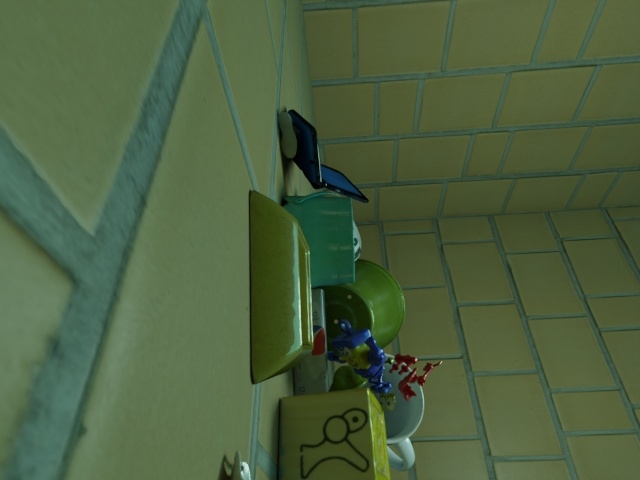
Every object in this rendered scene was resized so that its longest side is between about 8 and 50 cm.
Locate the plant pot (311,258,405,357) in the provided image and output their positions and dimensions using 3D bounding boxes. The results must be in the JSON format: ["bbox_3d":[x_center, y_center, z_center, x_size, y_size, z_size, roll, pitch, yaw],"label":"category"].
[{"bbox_3d":[0.088,0.247,1.517,0.353,0.367,0.365,4,82,-75],"label":"plant pot"}]

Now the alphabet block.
[{"bbox_3d":[0.034,0.442,0.962,0.193,0.197,0.192,62,22,-54],"label":"alphabet block"}]

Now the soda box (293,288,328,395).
[{"bbox_3d":[-0.029,0.280,1.249,0.098,0.091,0.285,66,21,-79],"label":"soda box"}]

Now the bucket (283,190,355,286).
[{"bbox_3d":[0.000,0.000,1.242,0.281,0.183,0.280,-2,90,-88],"label":"bucket"}]

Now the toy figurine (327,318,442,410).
[{"bbox_3d":[0.116,0.294,1.206,0.217,0.191,0.363,58,-27,-3],"label":"toy figurine"}]

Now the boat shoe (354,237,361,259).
[{"bbox_3d":[0.046,0.082,1.388,0.078,0.219,0.070,32,-26,45],"label":"boat shoe"}]

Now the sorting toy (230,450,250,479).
[{"bbox_3d":[-0.095,0.300,0.539,0.083,0.045,0.075,83,-2,-46],"label":"sorting toy"}]

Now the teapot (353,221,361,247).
[{"bbox_3d":[0.008,-0.010,1.546,0.256,0.187,0.252,12,53,-60],"label":"teapot"}]

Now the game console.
[{"bbox_3d":[0.020,-0.263,1.369,0.293,0.174,0.250,-122,-157,-58],"label":"game console"}]

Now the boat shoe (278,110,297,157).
[{"bbox_3d":[-0.090,-0.291,1.227,0.038,0.046,0.125,-72,151,-68],"label":"boat shoe"}]

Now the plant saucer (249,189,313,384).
[{"bbox_3d":[-0.066,0.102,0.894,0.333,0.081,0.332,73,13,-76],"label":"plant saucer"}]

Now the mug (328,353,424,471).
[{"bbox_3d":[0.181,0.598,1.506,0.374,0.276,0.328,55,-29,16],"label":"mug"}]
